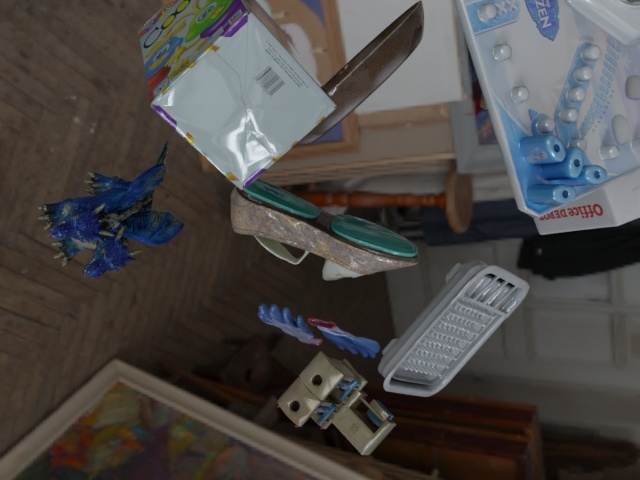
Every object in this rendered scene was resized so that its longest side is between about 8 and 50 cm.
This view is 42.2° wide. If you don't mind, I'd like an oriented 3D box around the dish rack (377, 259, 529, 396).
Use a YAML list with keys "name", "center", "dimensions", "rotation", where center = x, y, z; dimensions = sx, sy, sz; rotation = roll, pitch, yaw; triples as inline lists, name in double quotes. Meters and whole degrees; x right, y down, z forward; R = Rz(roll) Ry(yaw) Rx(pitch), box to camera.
- name: "dish rack"
  center: [0.265, 0.176, 1.711]
  dimensions: [0.333, 0.072, 0.285]
  rotation: [-51, 148, 11]

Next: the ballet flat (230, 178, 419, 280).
- name: "ballet flat"
  center: [0.000, 0.000, 1.324]
  dimensions: [0.107, 0.315, 0.106]
  rotation: [-50, 161, -64]

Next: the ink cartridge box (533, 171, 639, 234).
- name: "ink cartridge box"
  center: [0.348, -0.157, 1.142]
  dimensions: [0.117, 0.201, 0.278]
  rotation: [-23, 93, -15]

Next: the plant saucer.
- name: "plant saucer"
  center: [0.054, -0.250, 1.299]
  dimensions: [0.050, 0.310, 0.311]
  rotation: [46, 43, -11]

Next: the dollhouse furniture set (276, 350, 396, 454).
- name: "dollhouse furniture set"
  center: [0.042, 0.317, 1.504]
  dimensions: [0.129, 0.183, 0.129]
  rotation: [-49, 153, 5]

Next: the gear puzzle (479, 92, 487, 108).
- name: "gear puzzle"
  center: [0.390, -0.293, 1.476]
  dimensions: [0.339, 0.044, 0.176]
  rotation: [-133, -132, -65]

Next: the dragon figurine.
- name: "dragon figurine"
  center: [-0.208, -0.036, 0.922]
  dimensions: [0.289, 0.144, 0.085]
  rotation: [-40, 121, -54]

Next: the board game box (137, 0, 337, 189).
- name: "board game box"
  center: [-0.109, -0.204, 0.968]
  dimensions: [0.144, 0.142, 0.275]
  rotation: [44, 11, -30]

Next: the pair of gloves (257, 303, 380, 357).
- name: "pair of gloves"
  center: [-0.001, 0.145, 1.329]
  dimensions: [0.159, 0.198, 0.023]
  rotation: [42, 62, -52]

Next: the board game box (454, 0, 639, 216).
- name: "board game box"
  center: [0.303, -0.268, 0.810]
  dimensions: [0.389, 0.050, 0.390]
  rotation: [-23, 99, -23]
